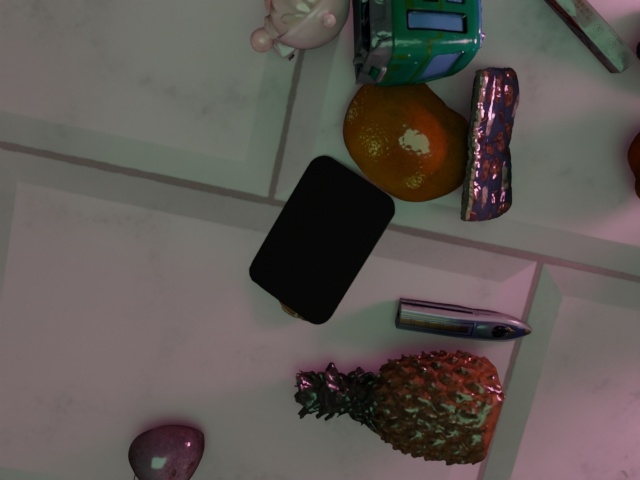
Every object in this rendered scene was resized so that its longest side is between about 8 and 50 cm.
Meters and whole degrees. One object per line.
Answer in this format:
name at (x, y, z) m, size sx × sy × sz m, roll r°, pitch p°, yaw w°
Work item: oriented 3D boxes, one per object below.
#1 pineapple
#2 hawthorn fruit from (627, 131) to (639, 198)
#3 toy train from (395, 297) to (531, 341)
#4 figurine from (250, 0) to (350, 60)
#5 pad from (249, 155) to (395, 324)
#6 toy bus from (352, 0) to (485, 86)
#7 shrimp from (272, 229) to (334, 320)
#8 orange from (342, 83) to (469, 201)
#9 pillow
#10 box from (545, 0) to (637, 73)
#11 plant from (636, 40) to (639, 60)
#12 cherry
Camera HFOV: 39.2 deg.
pineapple at (0.133, 0.287, 1.590) m, size 0.362 × 0.202 × 0.202 m, roll 4°, pitch 103°, yaw 6°
hawthorn fruit at (0.616, -0.130, 1.505) m, size 0.189 × 0.189 × 0.189 m, roll 0°, pitch 103°, yaw -1°
toy train at (0.264, 0.151, 1.627) m, size 0.252 × 0.048 × 0.055 m, roll 8°, pitch 105°, yaw -3°
figurine at (-0.029, -0.356, 1.400) m, size 0.182 × 0.257 × 0.144 m, roll -18°, pitch 105°, yaw 2°
pad at (0.000, 0.000, 1.578) m, size 0.181 × 0.004 × 0.267 m, roll 34°, pitch 102°, yaw 13°
toy bus at (0.143, -0.416, 1.381) m, size 0.199 × 0.183 × 0.343 m, roll -1°, pitch 84°, yaw -6°
shrimp at (-0.023, 0.058, 1.613) m, size 0.124 × 0.034 × 0.178 m, roll 6°, pitch 105°, yaw 5°
orange at (0.146, -0.161, 1.497) m, size 0.237 × 0.158 × 0.179 m, roll 40°, pitch 116°, yaw -10°
pillow at (0.285, -0.159, 1.493) m, size 0.034 × 0.189 × 0.255 m, roll 8°, pitch 102°, yaw 29°
box at (0.440, -0.370, 1.505) m, size 0.218 × 0.055 × 0.039 m, roll 44°, pitch 97°, yaw -10°
plant at (0.598, -0.316, 1.454) m, size 0.142 × 0.203 × 0.131 m, roll 25°, pitch 116°, yaw -14°
cherry at (-0.270, 0.424, 1.661) m, size 0.148 × 0.115 × 0.188 m, roll -40°, pitch 113°, yaw -31°
